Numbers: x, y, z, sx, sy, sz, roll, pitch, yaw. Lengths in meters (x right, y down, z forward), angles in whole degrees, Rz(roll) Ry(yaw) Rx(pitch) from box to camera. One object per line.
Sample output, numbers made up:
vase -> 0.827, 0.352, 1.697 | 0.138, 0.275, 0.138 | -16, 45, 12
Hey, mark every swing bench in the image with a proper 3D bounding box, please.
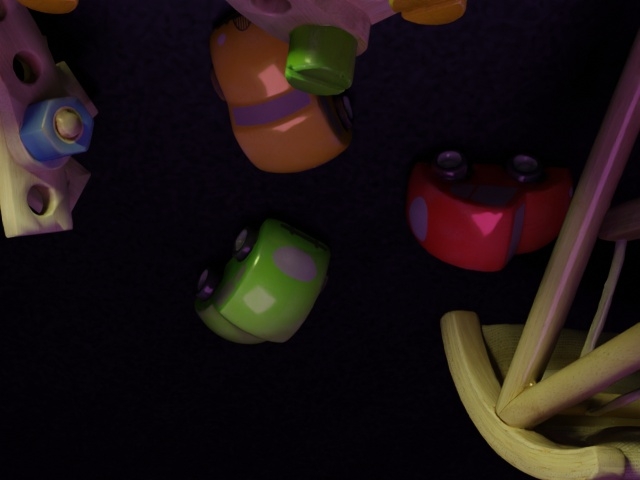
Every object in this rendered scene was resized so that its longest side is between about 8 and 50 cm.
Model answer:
swing bench -> 0.240, 0.037, 0.583 | 0.253, 0.165, 0.255 | 6, 133, -23

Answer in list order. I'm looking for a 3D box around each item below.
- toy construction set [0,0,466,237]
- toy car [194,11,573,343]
toy construction set -> -0.086, -0.120, 0.493 | 0.327, 0.151, 0.215 | -23, 149, 36
toy car -> 0.000, 0.000, 0.660 | 0.239, 0.053, 0.225 | 27, 127, -22
